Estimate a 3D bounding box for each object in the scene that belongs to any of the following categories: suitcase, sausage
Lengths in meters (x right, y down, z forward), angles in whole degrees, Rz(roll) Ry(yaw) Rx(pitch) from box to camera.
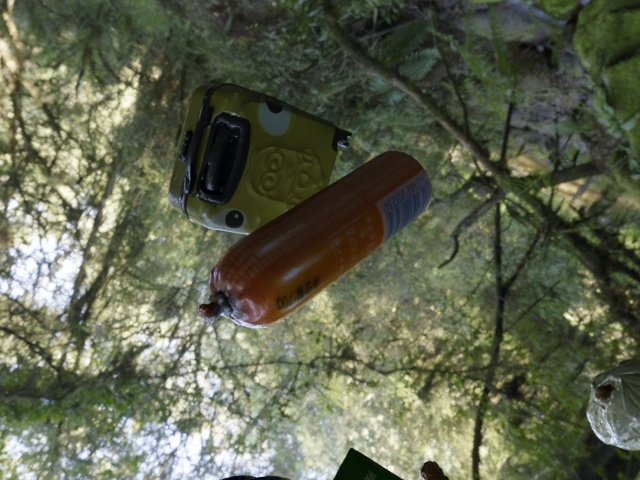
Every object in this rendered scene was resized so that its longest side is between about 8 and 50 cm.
[{"bbox_3d":[-0.091,-0.105,0.762,0.235,0.193,0.143,10,-170,-43],"label":"suitcase"},{"bbox_3d":[0.000,0.000,0.567,0.093,0.092,0.312,33,-134,24],"label":"sausage"}]

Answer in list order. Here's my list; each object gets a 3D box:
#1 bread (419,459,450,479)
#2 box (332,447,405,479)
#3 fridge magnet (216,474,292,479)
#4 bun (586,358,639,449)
[{"bbox_3d":[0.274,0.549,1.175,0.052,0.044,0.157,-14,-135,-33],"label":"bread"},{"bbox_3d":[0.095,0.304,0.477,0.235,0.132,0.034,23,158,27],"label":"box"},{"bbox_3d":[-0.129,0.428,0.731,0.266,0.265,0.113,27,-178,-45],"label":"fridge magnet"},{"bbox_3d":[0.697,0.365,1.241,0.134,0.220,0.220,34,-177,-7],"label":"bun"}]
